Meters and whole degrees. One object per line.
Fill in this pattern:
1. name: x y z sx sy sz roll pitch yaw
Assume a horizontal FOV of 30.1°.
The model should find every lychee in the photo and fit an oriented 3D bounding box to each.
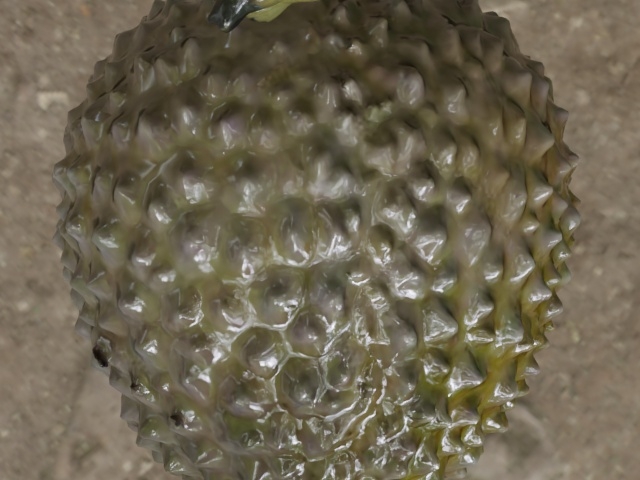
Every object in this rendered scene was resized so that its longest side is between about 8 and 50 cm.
1. lychee: 0.000 0.000 0.843 0.380 0.380 0.432 11 67 -43

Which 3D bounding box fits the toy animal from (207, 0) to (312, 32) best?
1. toy animal: 0.041 -0.148 0.525 0.219 0.101 0.103 -15 117 -16
